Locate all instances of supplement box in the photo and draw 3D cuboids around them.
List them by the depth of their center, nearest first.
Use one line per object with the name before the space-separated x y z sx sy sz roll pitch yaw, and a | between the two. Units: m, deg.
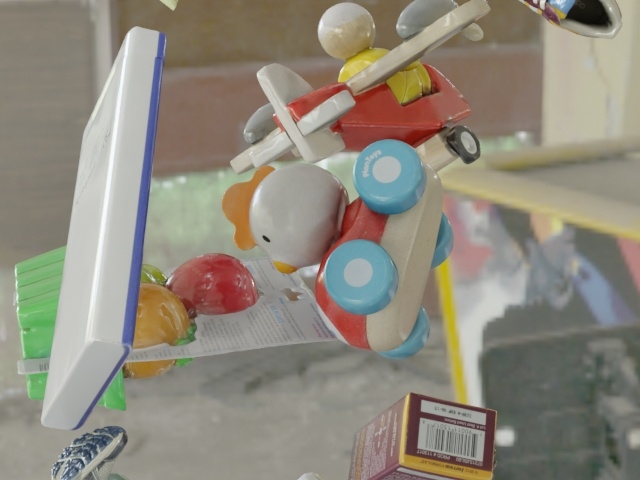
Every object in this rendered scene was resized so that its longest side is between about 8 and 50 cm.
supplement box | 0.109 0.237 1.559 0.104 0.081 0.188 14 -25 -13

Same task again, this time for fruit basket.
fruit basket | -0.179 0.094 1.656 0.353 0.165 0.327 -1 16 -14

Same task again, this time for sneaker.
sneaker | -0.217 0.227 1.275 0.135 0.058 0.052 -50 32 -21
sneaker | 0.209 -0.251 1.338 0.185 0.069 0.084 22 21 -21

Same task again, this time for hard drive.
hard drive | -0.200 -0.009 1.308 0.040 0.318 0.210 13 -31 -17

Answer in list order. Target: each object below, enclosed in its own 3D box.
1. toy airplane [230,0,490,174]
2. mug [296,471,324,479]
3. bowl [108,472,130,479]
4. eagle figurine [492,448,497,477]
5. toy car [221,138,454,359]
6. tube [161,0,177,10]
toy airplane | 0.044 -0.223 2.053 0.386 0.272 0.384 -15 -17 -4
mug | -0.018 0.340 1.867 0.062 0.064 0.078 41 2 8
bowl | -0.193 0.418 1.491 0.163 0.311 0.311 15 16 12
eagle figurine | 0.107 0.407 1.925 0.298 0.225 0.226 -9 10 -10
toy car | 0.000 0.000 1.517 0.238 0.210 0.219 11 -16 19
tube | -0.181 -0.383 1.774 0.062 0.070 0.240 -7 -22 -30
